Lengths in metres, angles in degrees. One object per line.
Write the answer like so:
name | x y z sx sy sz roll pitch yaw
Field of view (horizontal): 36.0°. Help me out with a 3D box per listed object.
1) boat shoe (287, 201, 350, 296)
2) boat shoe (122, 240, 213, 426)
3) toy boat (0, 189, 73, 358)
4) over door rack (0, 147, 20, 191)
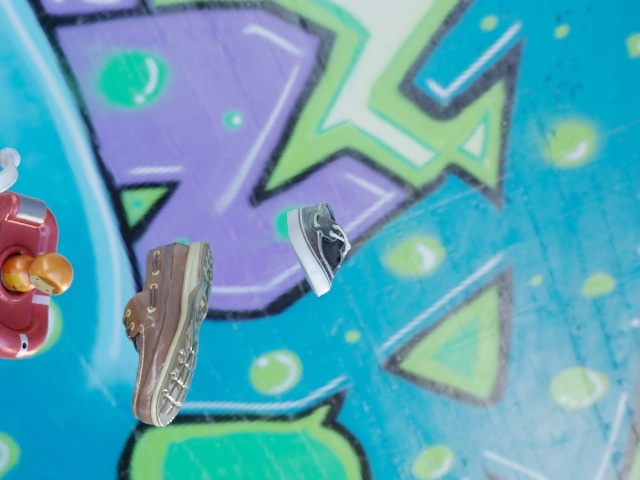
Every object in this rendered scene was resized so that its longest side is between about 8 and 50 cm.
boat shoe | 0.000 0.000 1.317 0.219 0.070 0.078 -105 172 -65
boat shoe | -0.129 0.072 0.795 0.064 0.060 0.178 90 5 -46
toy boat | -0.405 0.048 1.353 0.151 0.151 0.231 18 75 -59
over door rack | -0.425 -0.144 0.800 0.108 0.324 0.239 -74 156 -51
